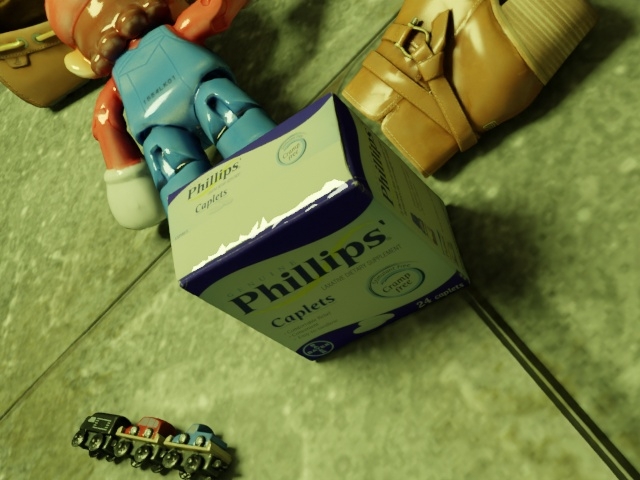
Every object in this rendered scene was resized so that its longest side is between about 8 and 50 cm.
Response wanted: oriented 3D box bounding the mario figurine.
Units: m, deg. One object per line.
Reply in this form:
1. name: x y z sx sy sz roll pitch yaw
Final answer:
1. mario figurine: -0.104 -0.128 0.699 0.198 0.170 0.321 -21 60 -19

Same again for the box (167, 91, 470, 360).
1. box: 0.000 0.000 0.506 0.126 0.137 0.072 -29 50 22

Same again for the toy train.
1. toy train: -0.121 0.144 0.598 0.158 0.027 0.036 -2 52 39

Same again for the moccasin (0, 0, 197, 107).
1. moccasin: -0.210 -0.275 0.844 0.380 0.147 0.139 -19 52 30

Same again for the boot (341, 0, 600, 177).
1. boot: 0.069 -0.153 0.569 0.152 0.073 0.197 -45 60 17
